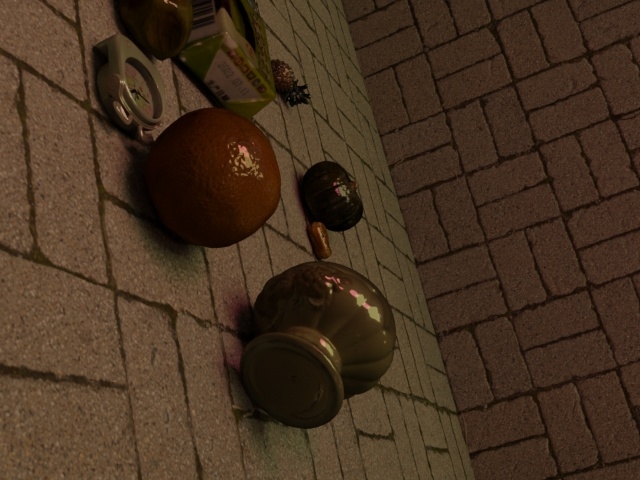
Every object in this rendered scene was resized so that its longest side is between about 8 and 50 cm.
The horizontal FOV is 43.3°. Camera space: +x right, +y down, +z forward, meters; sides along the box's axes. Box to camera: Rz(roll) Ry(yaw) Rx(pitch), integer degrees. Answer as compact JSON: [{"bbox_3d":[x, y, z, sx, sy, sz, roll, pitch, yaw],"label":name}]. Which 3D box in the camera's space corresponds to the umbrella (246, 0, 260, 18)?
[{"bbox_3d":[-0.208,-0.685,2.414,0.050,0.046,0.188,16,51,-61],"label":"umbrella"}]

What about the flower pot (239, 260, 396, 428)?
[{"bbox_3d":[-0.015,0.210,1.594,0.307,0.307,0.244,64,31,-18],"label":"flower pot"}]

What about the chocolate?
[{"bbox_3d":[-0.230,-0.481,1.938,0.289,0.137,0.301,47,28,-53],"label":"chocolate"}]

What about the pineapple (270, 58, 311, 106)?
[{"bbox_3d":[-0.103,-0.474,2.415,0.221,0.103,0.083,34,73,-64],"label":"pineapple"}]

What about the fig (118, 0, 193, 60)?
[{"bbox_3d":[-0.326,-0.449,1.625,0.154,0.144,0.166,25,-43,59],"label":"fig"}]

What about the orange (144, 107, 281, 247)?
[{"bbox_3d":[-0.193,-0.110,1.474,0.264,0.264,0.264,-20,90,-73],"label":"orange"}]

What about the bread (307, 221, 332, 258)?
[{"bbox_3d":[0.000,0.000,2.280,0.083,0.044,0.111,-25,96,-77],"label":"bread"}]

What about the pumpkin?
[{"bbox_3d":[0.039,-0.131,2.352,0.224,0.157,0.224,60,8,-14],"label":"pumpkin"}]

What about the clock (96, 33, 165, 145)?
[{"bbox_3d":[-0.345,-0.266,1.462,0.151,0.062,0.191,48,27,-53],"label":"clock"}]
